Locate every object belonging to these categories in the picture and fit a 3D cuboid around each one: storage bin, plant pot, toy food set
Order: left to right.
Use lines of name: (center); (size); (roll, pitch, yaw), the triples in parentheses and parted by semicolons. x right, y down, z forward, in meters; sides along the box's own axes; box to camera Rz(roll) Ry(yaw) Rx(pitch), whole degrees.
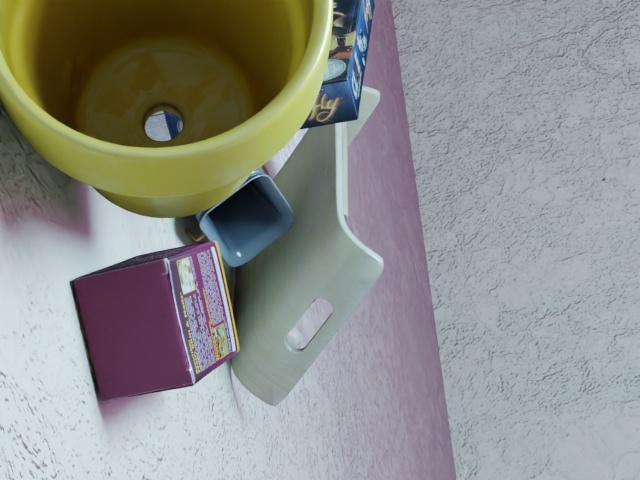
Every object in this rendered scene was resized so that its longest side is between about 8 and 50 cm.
plant pot: (-0.122, -0.131, 1.409); (0.239, 0.254, 0.254); (97, -14, -69)
storage bin: (-0.100, -0.045, 1.841); (0.091, 0.098, 0.135); (52, -2, 27)
toy food set: (0.000, 0.000, 1.932); (0.092, 0.219, 0.306); (25, 34, -19)

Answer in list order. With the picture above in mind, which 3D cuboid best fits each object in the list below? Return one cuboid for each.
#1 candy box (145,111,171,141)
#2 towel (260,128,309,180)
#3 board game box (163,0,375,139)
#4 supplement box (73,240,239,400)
candy box: (-0.148, -0.174, 1.743); (0.196, 0.070, 0.164); (66, 16, -50)
towel: (-0.062, -0.190, 2.312); (0.317, 0.053, 0.331); (61, 18, -58)
board game box: (-0.041, -0.166, 1.654); (0.243, 0.165, 0.042); (-81, 159, -60)
supplement box: (-0.131, 0.063, 1.517); (0.188, 0.081, 0.104); (-26, 104, -80)
